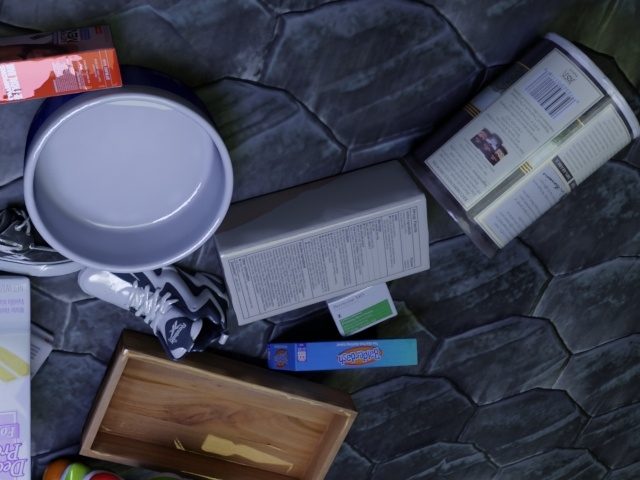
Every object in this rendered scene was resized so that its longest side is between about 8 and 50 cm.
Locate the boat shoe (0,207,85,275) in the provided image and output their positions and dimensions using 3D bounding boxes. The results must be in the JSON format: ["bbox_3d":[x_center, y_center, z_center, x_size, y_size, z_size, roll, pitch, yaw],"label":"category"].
[{"bbox_3d":[-0.419,-0.004,1.077,0.219,0.078,0.070,6,122,-22],"label":"boat shoe"}]

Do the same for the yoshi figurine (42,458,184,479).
[{"bbox_3d":[-0.295,0.458,1.281,0.362,0.204,0.203,-4,169,26],"label":"yoshi figurine"}]

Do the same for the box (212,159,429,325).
[{"bbox_3d":[0.000,0.000,1.203,0.311,0.121,0.148,-15,127,-10],"label":"box"}]

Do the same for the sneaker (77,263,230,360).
[{"bbox_3d":[-0.234,0.101,1.168,0.235,0.153,0.094,23,111,-31],"label":"sneaker"}]

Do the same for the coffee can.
[{"bbox_3d":[0.289,-0.136,1.163,0.275,0.201,0.201,-41,127,10],"label":"coffee can"}]

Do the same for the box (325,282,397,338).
[{"bbox_3d":[0.056,0.083,1.293,0.101,0.102,0.087,-24,126,-1],"label":"box"}]

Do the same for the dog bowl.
[{"bbox_3d":[-0.255,-0.092,1.058,0.264,0.104,0.265,-10,126,-14],"label":"dog bowl"}]

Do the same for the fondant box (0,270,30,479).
[{"bbox_3d":[-0.517,0.208,1.071,0.238,0.096,0.330,-1,97,-24],"label":"fondant box"}]

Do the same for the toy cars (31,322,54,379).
[{"bbox_3d":[-0.575,0.233,1.144,0.393,0.087,0.176,-15,115,-18],"label":"toy cars"}]

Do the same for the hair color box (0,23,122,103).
[{"bbox_3d":[-0.330,-0.212,0.955,0.167,0.093,0.053,-12,126,-12],"label":"hair color box"}]

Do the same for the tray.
[{"bbox_3d":[-0.166,0.302,1.333,0.410,0.076,0.203,20,106,-19],"label":"tray"}]

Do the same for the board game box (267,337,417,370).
[{"bbox_3d":[0.033,0.189,1.329,0.210,0.160,0.047,0,83,-19],"label":"board game box"}]
